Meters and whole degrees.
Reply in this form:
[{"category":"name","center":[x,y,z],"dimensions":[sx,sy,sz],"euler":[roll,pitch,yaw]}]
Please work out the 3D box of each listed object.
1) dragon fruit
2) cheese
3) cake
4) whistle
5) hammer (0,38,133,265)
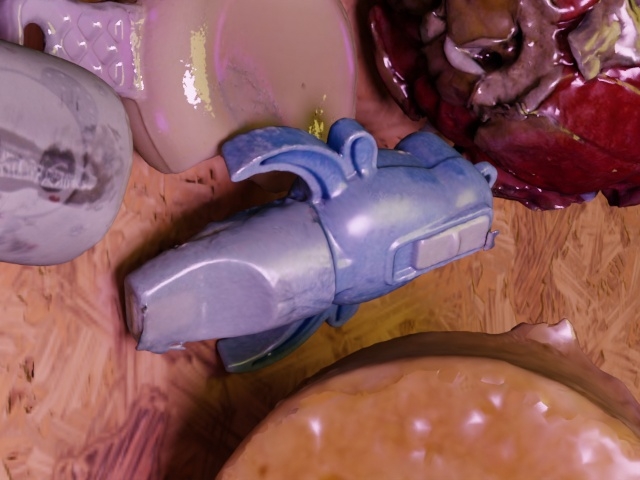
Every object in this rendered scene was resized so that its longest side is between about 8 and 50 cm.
[{"category":"dragon fruit","center":[0.188,-0.181,1.215],"dimensions":[0.329,0.329,0.329],"euler":[4,85,-55]},{"category":"cheese","center":[-0.085,-0.107,1.019],"dimensions":[0.286,0.082,0.163],"euler":[-5,91,-53]},{"category":"cake","center":[0.091,0.212,1.087],"dimensions":[0.321,0.332,0.332],"euler":[-2,90,-80]},{"category":"whistle","center":[0.000,0.000,1.058],"dimensions":[0.269,0.093,0.180],"euler":[-18,137,-25]},{"category":"hammer","center":[-0.199,0.047,0.827],"dimensions":[0.202,0.113,0.305],"euler":[13,84,-45]}]
